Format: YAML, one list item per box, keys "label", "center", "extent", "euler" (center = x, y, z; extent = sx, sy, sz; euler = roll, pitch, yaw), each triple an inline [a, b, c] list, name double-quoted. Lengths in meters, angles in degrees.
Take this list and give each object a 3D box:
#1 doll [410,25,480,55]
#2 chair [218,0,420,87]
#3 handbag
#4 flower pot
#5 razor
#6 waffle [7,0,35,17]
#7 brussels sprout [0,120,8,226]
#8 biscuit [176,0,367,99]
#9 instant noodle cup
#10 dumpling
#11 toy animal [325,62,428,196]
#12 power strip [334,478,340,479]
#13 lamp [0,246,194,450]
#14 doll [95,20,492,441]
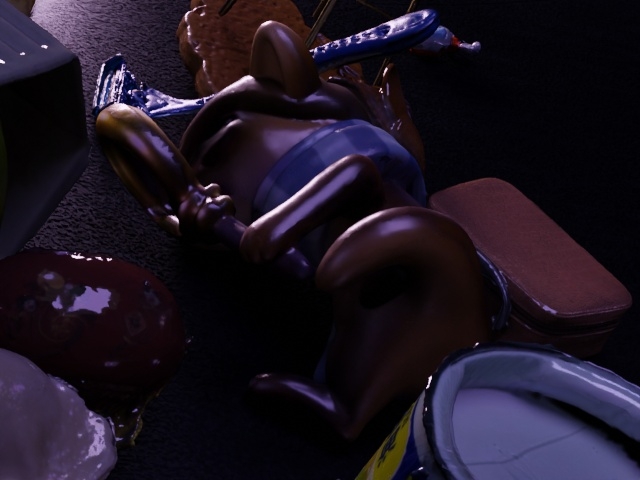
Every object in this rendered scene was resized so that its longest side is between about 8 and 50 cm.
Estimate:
- label: "doll"
  center: [0.131, -0.229, 1.876]
  extent: [0.114, 0.039, 0.057]
  euler: [4, 43, -38]
- label: "chair"
  center: [0.040, -0.295, 1.552]
  extent: [0.170, 0.325, 0.160]
  euler: [-3, 46, -40]
- label: "handbag"
  center: [0.174, 0.027, 1.501]
  extent: [0.151, 0.072, 0.193]
  euler: [-9, 47, -43]
- label: "flower pot"
  center: [-0.304, -0.085, 1.178]
  extent: [0.189, 0.239, 0.209]
  euler: [38, 65, 15]
- label: "razor"
  center: [-0.047, -0.156, 1.510]
  extent: [0.324, 0.056, 0.093]
  euler: [-12, 34, 5]
- label: "waffle"
  center: [-0.396, -0.296, 1.566]
  extent: [0.274, 0.057, 0.168]
  euler: [18, 32, -13]
- label: "brussels sprout"
  center: [-0.369, -0.016, 0.900]
  extent: [0.361, 0.342, 0.425]
  euler: [42, 51, 2]
- label: "biscuit"
  center: [-0.044, -0.163, 1.646]
  extent: [0.208, 0.041, 0.290]
  euler: [8, 41, -30]
- label: "instant noodle cup"
  center: [0.079, 0.230, 0.900]
  extent: [0.284, 0.312, 0.284]
  euler: [19, 31, -12]
- label: "dumpling"
  center: [-0.230, 0.132, 1.015]
  extent: [0.199, 0.118, 0.136]
  euler: [11, 51, 4]
- label: "toy animal"
  center: [0.052, -0.111, 1.542]
  extent: [0.089, 0.188, 0.179]
  euler: [-13, 42, 19]
- label: "power strip"
  center: [0.036, 0.223, 1.160]
  extent: [0.051, 0.019, 0.136]
  euler: [-11, 47, -48]
- label: "lamp"
  center: [-0.171, 0.075, 1.123]
  extent: [0.157, 0.135, 0.156]
  euler: [8, -9, 4]
- label: "doll"
  center: [-0.003, 0.004, 1.317]
  extent: [0.339, 0.209, 0.318]
  euler: [55, 9, 36]
